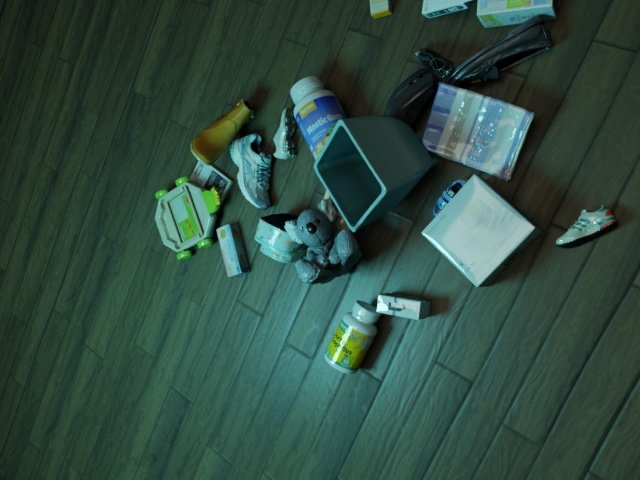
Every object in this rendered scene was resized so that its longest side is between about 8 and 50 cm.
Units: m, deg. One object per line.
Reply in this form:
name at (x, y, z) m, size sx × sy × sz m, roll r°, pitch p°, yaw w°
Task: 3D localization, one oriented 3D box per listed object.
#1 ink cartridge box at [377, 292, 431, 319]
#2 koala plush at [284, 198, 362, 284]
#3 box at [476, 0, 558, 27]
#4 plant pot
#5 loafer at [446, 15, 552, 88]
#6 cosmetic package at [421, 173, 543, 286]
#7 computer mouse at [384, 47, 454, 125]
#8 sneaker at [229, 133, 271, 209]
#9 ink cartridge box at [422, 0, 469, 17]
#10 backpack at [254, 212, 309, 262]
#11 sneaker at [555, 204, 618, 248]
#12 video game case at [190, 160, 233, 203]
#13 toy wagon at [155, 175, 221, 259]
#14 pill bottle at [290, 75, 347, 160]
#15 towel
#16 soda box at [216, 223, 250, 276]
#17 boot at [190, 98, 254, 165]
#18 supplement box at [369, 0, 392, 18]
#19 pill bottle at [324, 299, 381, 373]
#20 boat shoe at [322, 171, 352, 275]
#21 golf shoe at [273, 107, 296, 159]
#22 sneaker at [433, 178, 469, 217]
ink cartridge box at (0.250, 0.196, 1.793) m, size 0.135 × 0.099 × 0.056 m, roll 7°, pitch 92°, yaw 29°
koala plush at (0.000, 0.000, 1.793) m, size 0.196 × 0.203 × 0.221 m, roll -35°, pitch 74°, yaw 8°
box at (0.548, -0.675, 1.669) m, size 0.203 × 0.103 × 0.114 m, roll 2°, pitch 89°, yaw 28°
plant pot at (0.174, -0.217, 1.747) m, size 0.247 × 0.252 × 0.247 m, roll 59°, pitch 151°, yaw 15°
loafer at (0.502, -0.503, 1.689) m, size 0.303 × 0.109 × 0.095 m, roll -32°, pitch 79°, yaw 21°
cosmetic package at (0.449, -0.025, 1.676) m, size 0.224 × 0.138 × 0.224 m, roll 47°, pitch 108°, yaw 23°
computer mouse at (0.268, -0.446, 1.795) m, size 0.272 × 0.072 × 0.188 m, roll -57°, pitch 33°, yaw 21°
sneaker at (-0.222, -0.242, 2.061) m, size 0.122 × 0.110 × 0.283 m, roll -26°, pitch 76°, yaw 21°
ink cartridge box at (0.397, -0.774, 1.747) m, size 0.208 × 0.045 × 0.206 m, roll 10°, pitch 92°, yaw 53°
backpack at (-0.122, -0.011, 1.951) m, size 0.166 × 0.188 × 0.144 m, roll 30°, pitch 101°, yaw 25°
sneaker at (0.699, -0.038, 1.596) m, size 0.161 × 0.057 × 0.075 m, roll -28°, pitch 58°, yaw 26°
video game case at (-0.426, -0.181, 2.215) m, size 0.173 × 0.022 × 0.190 m, roll 37°, pitch 104°, yaw 25°
toy wagon at (-0.468, -0.095, 2.181) m, size 0.344 × 0.068 × 0.267 m, roll -25°, pitch 82°, yaw 32°
pill bottle at (0.006, -0.384, 1.919) m, size 0.152 × 0.152 × 0.272 m, roll -32°, pitch 74°, yaw 23°
towel at (0.437, -0.308, 1.700) m, size 0.285 × 0.034 × 0.209 m, roll 24°, pitch 117°, yaw 17°
soda box at (-0.309, 0.036, 2.122) m, size 0.063 × 0.058 × 0.183 m, roll -20°, pitch 79°, yaw 26°
boot at (-0.325, -0.382, 2.039) m, size 0.211 × 0.295 × 0.104 m, roll -39°, pitch 109°, yaw 20°
supplement box at (0.190, -0.763, 1.902) m, size 0.062 × 0.036 × 0.098 m, roll -6°, pitch 85°, yaw 28°
pill bottle at (0.105, 0.296, 1.856) m, size 0.118 × 0.118 × 0.208 m, roll 31°, pitch 102°, yaw 26°
boat shoe at (0.061, -0.057, 1.902) m, size 0.110 × 0.121 × 0.341 m, roll 10°, pitch 103°, yaw 11°
golf shoe at (-0.131, -0.364, 2.043) m, size 0.086 × 0.069 × 0.176 m, roll 1°, pitch 87°, yaw 34°
sneaker at (0.379, -0.126, 1.761) m, size 0.053 × 0.059 × 0.144 m, roll 45°, pitch 109°, yaw 20°
